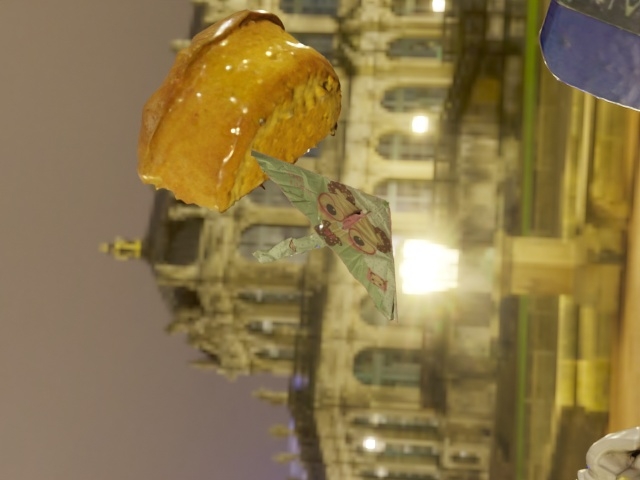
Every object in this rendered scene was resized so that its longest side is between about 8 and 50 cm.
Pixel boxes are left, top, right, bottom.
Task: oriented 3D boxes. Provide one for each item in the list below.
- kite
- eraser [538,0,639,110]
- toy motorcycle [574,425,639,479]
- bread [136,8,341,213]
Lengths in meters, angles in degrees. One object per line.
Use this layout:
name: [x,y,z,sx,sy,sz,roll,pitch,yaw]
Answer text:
kite: [0.001,-0.001,1.285,0.012,0.229,0.250,-44,12,-31]
eraser: [0.284,-0.253,1.097,0.332,0.155,0.101,98,-164,-58]
toy motorcycle: [0.364,0.270,1.240,0.108,0.340,0.223,-5,-72,-38]
bread: [-0.102,-0.198,1.768,0.340,0.194,0.179,-39,-21,-40]
